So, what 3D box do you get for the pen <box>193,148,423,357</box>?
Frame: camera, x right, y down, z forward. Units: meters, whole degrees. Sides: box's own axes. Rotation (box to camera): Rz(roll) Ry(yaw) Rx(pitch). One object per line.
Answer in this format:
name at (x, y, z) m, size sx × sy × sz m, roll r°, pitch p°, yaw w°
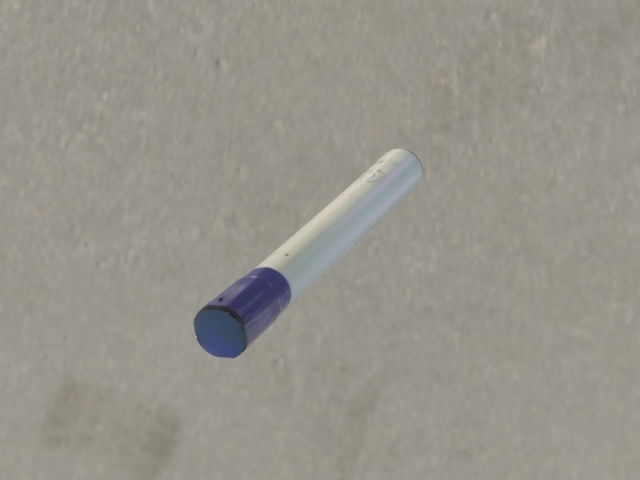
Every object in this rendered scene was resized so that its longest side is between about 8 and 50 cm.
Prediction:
pen at (0.000, 0.001, 1.050) m, size 0.033 × 0.269 × 0.033 m, roll 10°, pitch 115°, yaw 21°
